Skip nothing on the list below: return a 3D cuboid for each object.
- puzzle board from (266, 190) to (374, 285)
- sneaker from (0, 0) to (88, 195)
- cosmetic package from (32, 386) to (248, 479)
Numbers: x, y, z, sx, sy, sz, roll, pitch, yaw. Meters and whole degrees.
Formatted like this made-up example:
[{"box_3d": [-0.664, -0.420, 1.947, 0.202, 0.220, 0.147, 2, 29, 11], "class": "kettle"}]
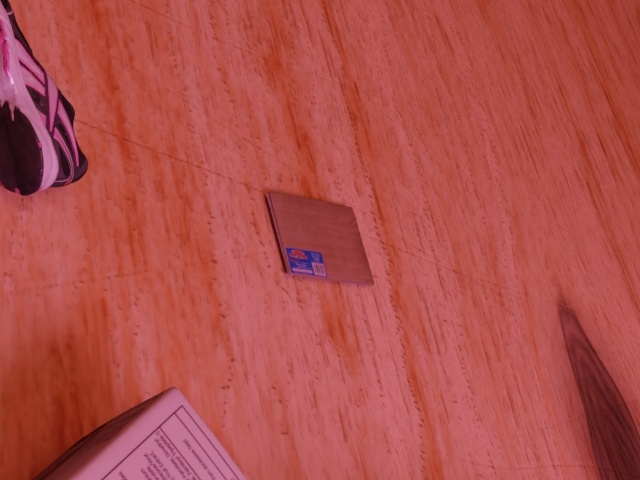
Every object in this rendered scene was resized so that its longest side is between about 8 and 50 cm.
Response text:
[{"box_3d": [0.000, 0.000, 1.006, 0.128, 0.011, 0.096, 9, 58, -44], "class": "puzzle board"}, {"box_3d": [-0.247, -0.118, 0.783, 0.077, 0.072, 0.178, -3, 73, -63], "class": "sneaker"}, {"box_3d": [-0.160, 0.235, 0.545, 0.153, 0.129, 0.296, 56, 36, -3], "class": "cosmetic package"}]
